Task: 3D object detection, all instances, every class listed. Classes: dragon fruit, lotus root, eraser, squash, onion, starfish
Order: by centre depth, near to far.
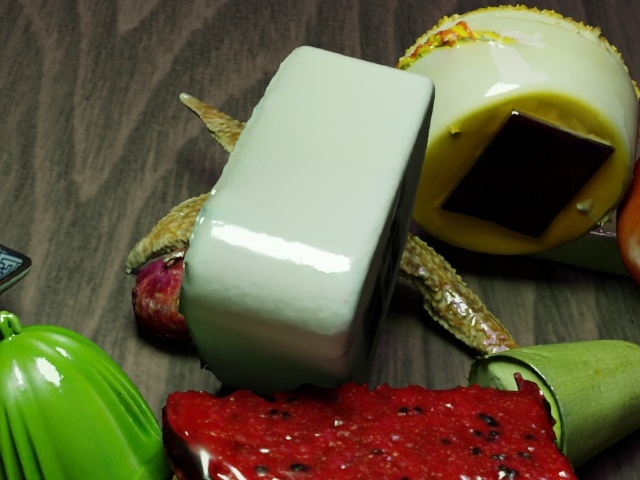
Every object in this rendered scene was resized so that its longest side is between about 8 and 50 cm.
[{"bbox_3d":[0.052,0.215,1.224,0.344,0.100,0.282,3,27,-16],"label":"dragon fruit"},{"bbox_3d":[-0.221,0.130,1.254,0.186,0.186,0.186,8,30,-5],"label":"lotus root"},{"bbox_3d":[-0.014,0.014,1.372,0.150,0.331,0.331,16,30,10],"label":"eraser"},{"bbox_3d":[0.248,0.149,1.516,0.137,0.137,0.287,32,24,32],"label":"squash"},{"bbox_3d":[-0.132,0.052,1.549,0.107,0.097,0.107,-2,31,1],"label":"onion"},{"bbox_3d":[0.001,-0.010,1.689,0.398,0.132,0.384,7,25,-13],"label":"starfish"},{"bbox_3d":[0.289,-0.021,1.851,0.172,0.058,0.117,12,30,2],"label":"eraser"}]

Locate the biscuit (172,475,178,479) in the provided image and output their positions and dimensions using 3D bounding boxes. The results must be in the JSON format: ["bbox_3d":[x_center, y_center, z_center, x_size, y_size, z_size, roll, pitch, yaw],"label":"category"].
[{"bbox_3d":[-0.024,0.278,1.238,0.355,0.052,0.275,23,28,23],"label":"biscuit"}]

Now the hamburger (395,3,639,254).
[{"bbox_3d":[0.196,-0.121,1.686,0.294,0.276,0.179,15,46,-17],"label":"hamburger"}]

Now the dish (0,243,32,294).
[{"bbox_3d":[-0.404,0.063,1.457,0.182,0.080,0.243,22,29,18],"label":"dish"}]

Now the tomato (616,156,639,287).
[{"bbox_3d":[0.462,-0.009,1.681,0.299,0.226,0.298,25,26,-13],"label":"tomato"}]
